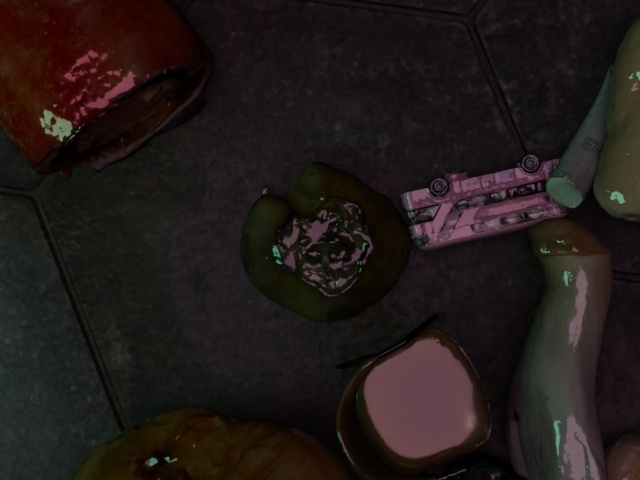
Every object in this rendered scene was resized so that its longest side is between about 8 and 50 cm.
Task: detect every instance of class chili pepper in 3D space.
[{"bbox_3d":[-0.303,-0.239,1.600,0.251,0.229,0.305,-43,78,2],"label":"chili pepper"}]

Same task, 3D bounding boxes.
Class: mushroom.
[{"bbox_3d":[0.290,0.139,1.585,0.122,0.159,0.328,3,91,-42],"label":"mushroom"}]

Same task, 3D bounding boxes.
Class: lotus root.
[{"bbox_3d":[0.004,0.002,1.638,0.204,0.078,0.183,26,87,3],"label":"lotus root"}]

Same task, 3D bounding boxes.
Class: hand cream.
[{"bbox_3d":[0.335,-0.124,1.627,0.078,0.050,0.205,36,61,3],"label":"hand cream"}]

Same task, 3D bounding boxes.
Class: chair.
[{"bbox_3d":[0.101,0.191,1.544,0.172,0.247,0.158,-25,88,-1],"label":"chair"}]

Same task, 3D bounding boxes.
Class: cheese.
[{"bbox_3d":[0.406,-0.147,1.595,0.093,0.159,0.262,7,88,41],"label":"cheese"}]

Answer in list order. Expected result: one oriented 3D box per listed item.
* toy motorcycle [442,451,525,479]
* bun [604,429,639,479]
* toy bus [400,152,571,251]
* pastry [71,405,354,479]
[{"bbox_3d":[0.197,0.422,1.500,0.237,0.410,0.168,31,133,-2],"label":"toy motorcycle"},{"bbox_3d":[0.406,0.312,1.609,0.188,0.111,0.164,27,70,4],"label":"bun"},{"bbox_3d":[0.202,-0.047,1.643,0.203,0.063,0.090,-12,88,-1],"label":"toy bus"},{"bbox_3d":[-0.118,0.384,1.521,0.410,0.245,0.409,-6,63,11],"label":"pastry"}]
